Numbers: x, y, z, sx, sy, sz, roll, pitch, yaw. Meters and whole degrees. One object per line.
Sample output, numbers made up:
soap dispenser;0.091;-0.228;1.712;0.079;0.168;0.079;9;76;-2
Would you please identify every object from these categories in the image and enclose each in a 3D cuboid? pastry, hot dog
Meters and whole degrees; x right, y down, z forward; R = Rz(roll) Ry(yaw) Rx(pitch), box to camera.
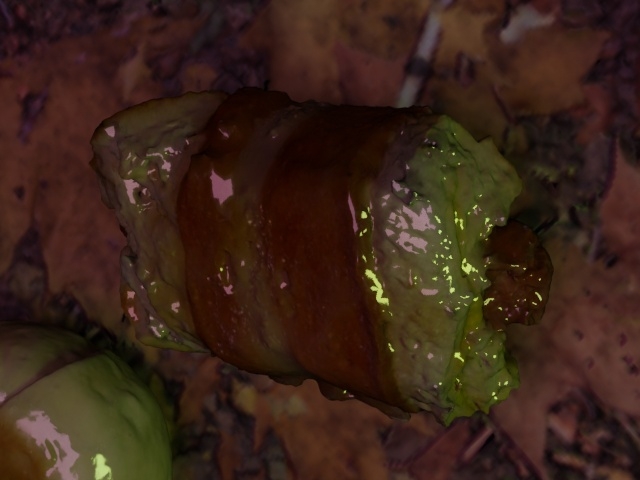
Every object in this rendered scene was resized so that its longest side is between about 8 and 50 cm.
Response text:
pastry;-0.145;0.112;0.803;0.156;0.092;0.156;3;96;26
hot dog;0.000;0.000;0.730;0.213;0.103;0.146;17;123;30
